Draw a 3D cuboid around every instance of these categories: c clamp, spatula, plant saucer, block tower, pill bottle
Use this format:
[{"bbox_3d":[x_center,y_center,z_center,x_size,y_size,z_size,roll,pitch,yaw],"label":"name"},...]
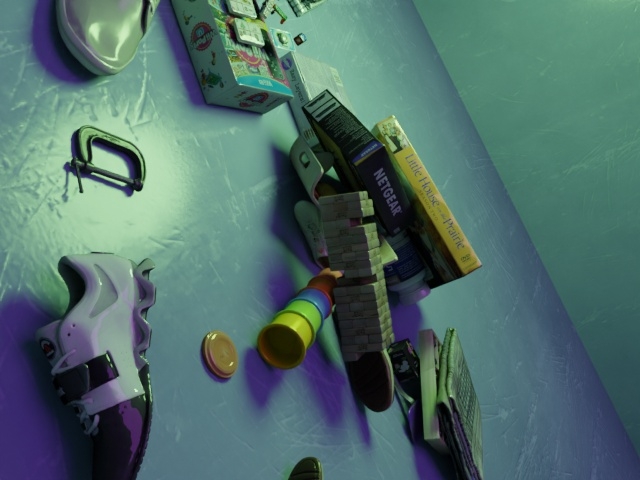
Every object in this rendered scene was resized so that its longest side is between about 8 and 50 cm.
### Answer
[{"bbox_3d":[-0.341,-0.120,1.174,0.160,0.022,0.137,12,53,-55],"label":"c clamp"},{"bbox_3d":[0.183,0.336,1.698,0.084,0.030,0.296,-29,94,-60],"label":"spatula"},{"bbox_3d":[-0.167,0.192,1.227,0.083,0.013,0.083,39,38,-39],"label":"plant saucer"},{"bbox_3d":[0.077,0.070,1.486,0.091,0.097,0.335,-15,98,-70],"label":"block tower"},{"bbox_3d":[0.206,0.068,1.866,0.187,0.112,0.112,62,28,-5],"label":"pill bottle"}]

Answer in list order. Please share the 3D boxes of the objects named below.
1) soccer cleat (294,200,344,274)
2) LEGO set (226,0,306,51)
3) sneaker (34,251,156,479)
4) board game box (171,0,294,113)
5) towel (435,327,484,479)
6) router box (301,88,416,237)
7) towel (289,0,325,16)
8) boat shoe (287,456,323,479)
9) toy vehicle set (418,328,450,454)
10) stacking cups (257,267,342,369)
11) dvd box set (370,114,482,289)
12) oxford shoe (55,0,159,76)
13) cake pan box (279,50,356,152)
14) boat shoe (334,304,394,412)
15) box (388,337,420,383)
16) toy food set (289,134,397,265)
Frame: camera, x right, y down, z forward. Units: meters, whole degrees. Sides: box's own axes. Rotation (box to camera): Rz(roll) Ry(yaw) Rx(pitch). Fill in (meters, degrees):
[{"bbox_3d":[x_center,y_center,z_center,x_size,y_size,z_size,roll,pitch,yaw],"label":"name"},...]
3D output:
[{"bbox_3d":[0.000,0.000,1.617,0.196,0.068,0.076,59,31,-19],"label":"soccer cleat"},{"bbox_3d":[-0.133,-0.503,1.627,0.244,0.060,0.182,-5,76,-52],"label":"LEGO set"},{"bbox_3d":[-0.300,0.168,0.935,0.146,0.122,0.331,14,56,-34],"label":"sneaker"},{"bbox_3d":[-0.199,-0.442,1.591,0.224,0.097,0.303,-7,75,-61],"label":"board game box"},{"bbox_3d":[0.358,0.425,1.813,0.324,0.056,0.312,-64,140,-59],"label":"towel"},{"bbox_3d":[0.094,-0.177,1.709,0.243,0.081,0.309,51,-3,37],"label":"router box"},{"bbox_3d":[-0.041,-0.810,2.129,0.235,0.121,0.284,57,29,-13],"label":"towel"},{"bbox_3d":[-0.026,0.463,1.215,0.072,0.068,0.190,57,36,-41],"label":"boat shoe"},{"bbox_3d":[0.281,0.369,1.763,0.166,0.035,0.267,51,34,-55],"label":"toy vehicle set"},{"bbox_3d":[-0.030,0.136,1.442,0.096,0.096,0.316,59,25,-11],"label":"stacking cups"},{"bbox_3d":[0.231,-0.081,1.846,0.420,0.062,0.307,61,-13,4],"label":"dvd box set"},{"bbox_3d":[-0.352,-0.465,1.313,0.169,0.130,0.449,47,34,-34],"label":"oxford shoe"},{"bbox_3d":[0.004,-0.358,1.905,0.245,0.070,0.267,-6,73,-63],"label":"cake pan box"},{"bbox_3d":[0.112,0.246,1.586,0.095,0.095,0.257,22,50,-61],"label":"boat shoe"},{"bbox_3d":[0.202,0.289,1.746,0.083,0.052,0.062,62,27,-9],"label":"box"},{"bbox_3d":[0.056,-0.092,1.666,0.306,0.092,0.220,46,8,-31],"label":"toy food set"}]
